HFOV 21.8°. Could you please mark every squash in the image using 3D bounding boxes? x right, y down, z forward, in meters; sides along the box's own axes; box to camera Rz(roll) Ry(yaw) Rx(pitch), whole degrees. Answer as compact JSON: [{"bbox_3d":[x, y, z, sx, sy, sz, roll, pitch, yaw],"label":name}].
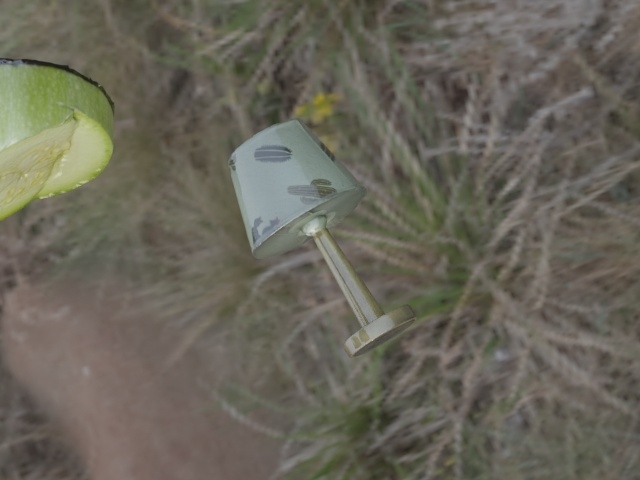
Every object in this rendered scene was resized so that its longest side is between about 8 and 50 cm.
[{"bbox_3d":[-0.317,-0.094,1.779,0.220,0.220,0.133,-39,56,39],"label":"squash"}]

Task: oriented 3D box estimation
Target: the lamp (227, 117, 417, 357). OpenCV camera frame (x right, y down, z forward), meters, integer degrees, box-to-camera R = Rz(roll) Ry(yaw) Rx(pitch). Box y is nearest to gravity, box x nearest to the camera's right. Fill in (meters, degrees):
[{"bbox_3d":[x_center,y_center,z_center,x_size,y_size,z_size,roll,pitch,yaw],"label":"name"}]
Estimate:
[{"bbox_3d":[0.000,0.000,1.510,0.121,0.121,0.215,-39,78,39],"label":"lamp"}]
